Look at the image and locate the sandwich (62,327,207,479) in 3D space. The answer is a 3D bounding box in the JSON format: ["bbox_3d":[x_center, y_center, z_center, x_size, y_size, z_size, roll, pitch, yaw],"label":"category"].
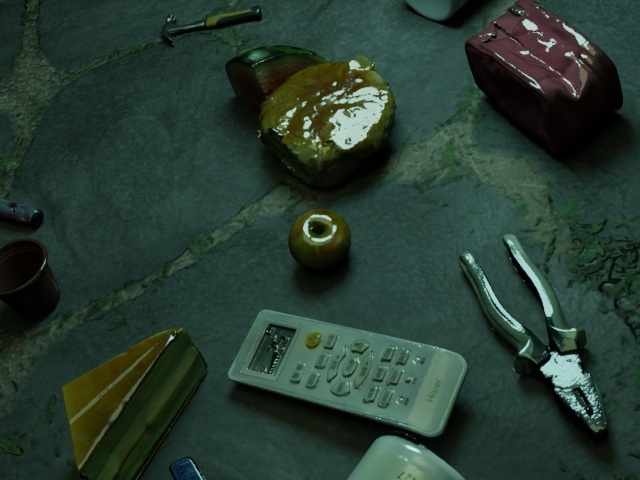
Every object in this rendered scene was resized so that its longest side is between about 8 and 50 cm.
[{"bbox_3d":[-0.219,0.223,1.300,0.187,0.117,0.144,-28,49,-6],"label":"sandwich"}]

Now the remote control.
[{"bbox_3d":[0.033,0.168,1.292,0.313,0.055,0.109,10,62,34],"label":"remote control"}]

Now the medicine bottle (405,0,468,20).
[{"bbox_3d":[0.250,-0.502,1.715,0.254,0.152,0.152,-42,49,-16],"label":"medicine bottle"}]

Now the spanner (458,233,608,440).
[{"bbox_3d":[0.265,0.112,1.251,0.096,0.040,0.324,-24,45,0],"label":"spanner"}]

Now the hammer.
[{"bbox_3d":[-0.204,-0.404,1.901,0.201,0.021,0.078,-7,49,18],"label":"hammer"}]

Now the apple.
[{"bbox_3d":[0.000,0.000,1.432,0.090,0.074,0.089,-10,50,12],"label":"apple"}]

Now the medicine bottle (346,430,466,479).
[{"bbox_3d":[0.047,0.343,1.068,0.143,0.143,0.258,24,62,36],"label":"medicine bottle"}]

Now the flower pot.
[{"bbox_3d":[-0.444,0.065,1.544,0.111,0.089,0.111,-11,48,12],"label":"flower pot"}]

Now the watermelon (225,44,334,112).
[{"bbox_3d":[-0.057,-0.277,1.676,0.145,0.137,0.193,-39,6,-11],"label":"watermelon"}]

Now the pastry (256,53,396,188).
[{"bbox_3d":[0.006,-0.182,1.571,0.229,0.100,0.218,3,56,18],"label":"pastry"}]

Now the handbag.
[{"bbox_3d":[0.320,-0.240,1.465,0.135,0.146,0.225,-36,47,-3],"label":"handbag"}]

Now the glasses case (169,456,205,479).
[{"bbox_3d":[-0.157,0.305,1.265,0.034,0.023,0.083,-27,47,-14],"label":"glasses case"}]

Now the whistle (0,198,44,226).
[{"bbox_3d":[-0.534,-0.054,1.723,0.177,0.033,0.033,14,57,30],"label":"whistle"}]
